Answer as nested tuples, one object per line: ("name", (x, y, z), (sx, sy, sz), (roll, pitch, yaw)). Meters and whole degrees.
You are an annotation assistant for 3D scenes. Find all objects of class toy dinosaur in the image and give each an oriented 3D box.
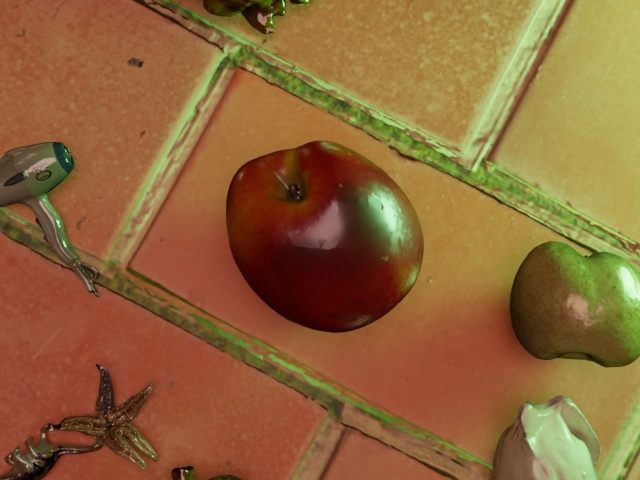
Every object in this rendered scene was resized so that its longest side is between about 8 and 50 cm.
("toy dinosaur", (-0.352, 0.263, 1.386), (0.180, 0.037, 0.058), (-26, 82, -5))

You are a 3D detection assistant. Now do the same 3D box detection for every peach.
("peach", (0.000, 0.000, 1.337), (0.243, 0.243, 0.199), (32, 66, 1))

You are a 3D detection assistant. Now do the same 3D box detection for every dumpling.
("dumpling", (0.277, 0.272, 1.378), (0.136, 0.118, 0.199), (-16, 114, -18))

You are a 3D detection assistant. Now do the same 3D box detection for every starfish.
("starfish", (-0.263, 0.216, 1.390), (0.130, 0.041, 0.133), (-5, 79, -11))

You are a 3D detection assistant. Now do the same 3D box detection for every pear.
("pear", (0.308, 0.078, 1.368), (0.167, 0.167, 0.136), (9, 73, -2))

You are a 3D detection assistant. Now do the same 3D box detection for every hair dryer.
("hair dryer", (-0.367, -0.013, 1.414), (0.167, 0.067, 0.199), (-11, 100, 6))

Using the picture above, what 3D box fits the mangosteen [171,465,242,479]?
("mangosteen", (-0.139, 0.356, 1.332), (0.200, 0.200, 0.199), (0, 85, -2))

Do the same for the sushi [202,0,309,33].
("sushi", (-0.100, -0.376, 1.387), (0.200, 0.213, 0.204), (-42, 73, 17))
